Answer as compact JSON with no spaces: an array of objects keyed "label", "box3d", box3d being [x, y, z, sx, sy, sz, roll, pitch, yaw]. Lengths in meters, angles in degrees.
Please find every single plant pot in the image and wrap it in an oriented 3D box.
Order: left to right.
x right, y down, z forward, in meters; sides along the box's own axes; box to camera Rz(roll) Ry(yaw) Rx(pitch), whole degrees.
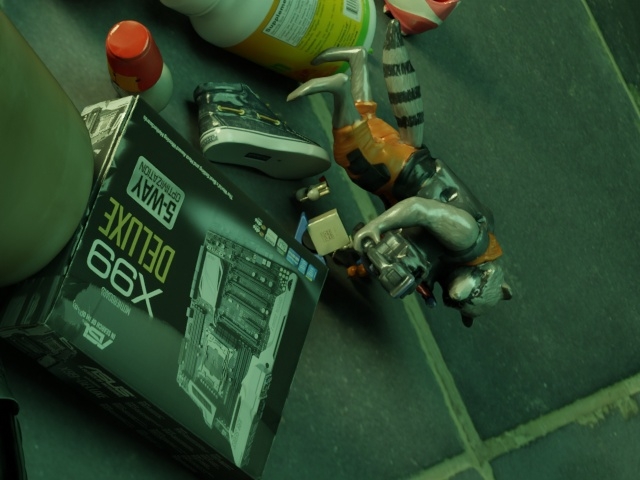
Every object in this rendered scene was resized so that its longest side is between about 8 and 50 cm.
[{"label":"plant pot","box3d":[-0.339,-0.088,1.387,0.280,0.323,0.323,29,43,-57]}]

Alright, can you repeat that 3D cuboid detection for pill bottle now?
[{"label":"pill bottle","box3d":[-0.065,-0.273,1.952,0.245,0.136,0.136,19,52,-42]}]

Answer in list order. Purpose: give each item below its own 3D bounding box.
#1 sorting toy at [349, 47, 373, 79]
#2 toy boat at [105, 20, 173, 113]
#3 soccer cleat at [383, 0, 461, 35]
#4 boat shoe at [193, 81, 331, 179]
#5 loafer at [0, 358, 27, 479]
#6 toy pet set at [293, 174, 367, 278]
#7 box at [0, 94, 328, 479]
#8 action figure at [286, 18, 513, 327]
[{"label":"sorting toy","box3d":[0.038,-0.241,2.158,0.062,0.012,0.083,55,36,-6]},{"label":"toy boat","box3d":[-0.194,-0.294,1.786,0.148,0.267,0.318,84,4,-72]},{"label":"soccer cleat","box3d":[0.083,-0.380,2.241,0.248,0.095,0.083,51,37,-12]},{"label":"boat shoe","box3d":[-0.062,-0.125,1.911,0.183,0.065,0.083,12,58,-44]},{"label":"loafer","box3d":[-0.286,0.140,1.444,0.076,0.078,0.223,13,56,-46]},{"label":"toy pet set","box3d":[0.000,0.000,1.923,0.114,0.065,0.122,-91,157,-81]},{"label":"box","box3d":[-0.138,0.052,1.594,0.307,0.076,0.242,43,53,-38]},{"label":"action figure","box3d":[0.098,-0.051,1.828,0.330,0.178,0.341,56,3,-11]}]
